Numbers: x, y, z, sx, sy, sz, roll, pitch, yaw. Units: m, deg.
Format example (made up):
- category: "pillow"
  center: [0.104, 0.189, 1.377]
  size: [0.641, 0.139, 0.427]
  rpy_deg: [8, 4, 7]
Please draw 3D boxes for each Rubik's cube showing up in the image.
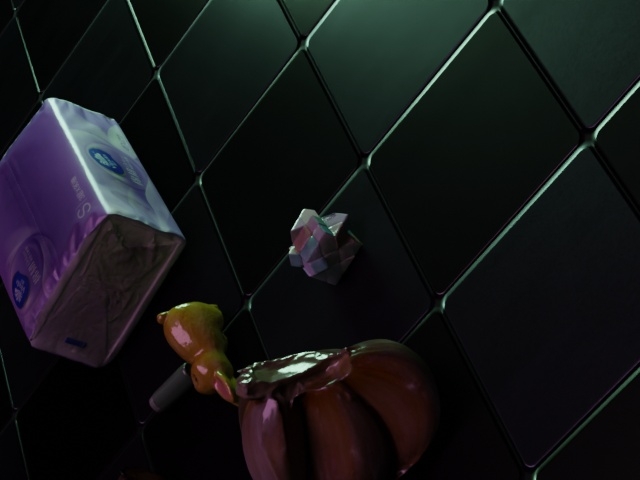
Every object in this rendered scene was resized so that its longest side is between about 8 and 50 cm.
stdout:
- category: "Rubik's cube"
  center: [-0.002, 0.001, 1.838]
  size: [0.075, 0.073, 0.084]
  rpy_deg: [26, 96, 52]

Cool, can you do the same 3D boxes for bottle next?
- category: "bottle"
  center: [-0.189, 0.191, 2.018]
  size: [0.083, 0.030, 0.030]
  rpy_deg: [-44, 44, 31]

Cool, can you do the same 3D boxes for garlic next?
- category: "garlic"
  center: [0.014, 0.188, 1.665]
  size: [0.160, 0.214, 0.191]
  rpy_deg: [-134, 25, -67]

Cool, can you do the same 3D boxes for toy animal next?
- category: "toy animal"
  center: [-0.143, 0.151, 1.946]
  size: [0.070, 0.083, 0.159]
  rpy_deg: [-55, 48, 30]

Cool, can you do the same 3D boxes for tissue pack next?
- category: "tissue pack"
  center: [-0.353, -0.020, 2.216]
  size: [0.242, 0.160, 0.338]
  rpy_deg: [-56, 39, 17]

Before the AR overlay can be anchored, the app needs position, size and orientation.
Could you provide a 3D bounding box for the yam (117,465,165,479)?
- category: "yam"
  center: [-0.245, 0.363, 1.969]
  size: [0.079, 0.079, 0.141]
  rpy_deg: [38, 105, 52]
